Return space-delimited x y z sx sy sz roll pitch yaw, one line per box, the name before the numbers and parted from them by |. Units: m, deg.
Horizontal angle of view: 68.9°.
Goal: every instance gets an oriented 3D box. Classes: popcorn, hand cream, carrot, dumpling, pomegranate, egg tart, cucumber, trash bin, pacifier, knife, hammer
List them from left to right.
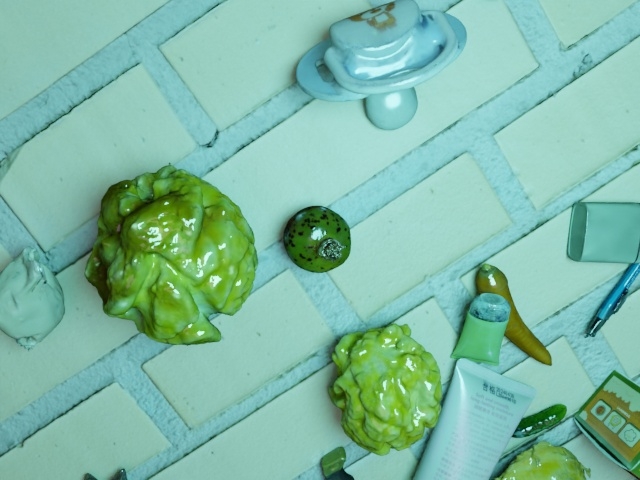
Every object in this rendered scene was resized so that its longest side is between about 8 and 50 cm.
dumpling | -0.510 0.095 0.817 0.118 0.136 0.199 5 126 -39
popcorn | -0.238 0.023 0.748 0.247 0.282 0.282 28 100 -44
pomegranate | -0.001 -0.004 0.822 0.130 0.130 0.131 -1 101 -3
hammer | 0.069 0.541 0.976 0.158 0.041 0.227 -29 102 1
popcorn | 0.106 0.262 0.853 0.180 0.216 0.235 -10 96 -28
pacifier | 0.106 -0.266 0.771 0.278 0.228 0.207 -20 141 1
hand cream | 0.283 0.428 0.942 0.185 0.118 0.359 25 91 -6
hand cream | 0.309 0.173 0.888 0.095 0.046 0.175 6 129 9
carrot | 0.373 0.158 0.914 0.062 0.066 0.271 -18 110 45
cucumber | 0.443 0.383 0.970 0.154 0.037 0.037 -23 102 2
egg tart | 0.434 0.611 0.920 0.351 0.153 0.340 -29 111 -20
trash bin | 0.549 -0.015 0.886 0.129 0.059 0.116 1 99 -3
knife | 0.611 0.072 0.919 0.044 0.026 0.297 23 101 -40

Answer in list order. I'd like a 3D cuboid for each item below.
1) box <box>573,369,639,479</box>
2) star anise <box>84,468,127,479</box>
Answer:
box | 0.652 0.395 0.912 0.194 0.177 0.148 35 96 -9
star anise | -0.415 0.571 0.928 0.231 0.089 0.209 44 104 1
